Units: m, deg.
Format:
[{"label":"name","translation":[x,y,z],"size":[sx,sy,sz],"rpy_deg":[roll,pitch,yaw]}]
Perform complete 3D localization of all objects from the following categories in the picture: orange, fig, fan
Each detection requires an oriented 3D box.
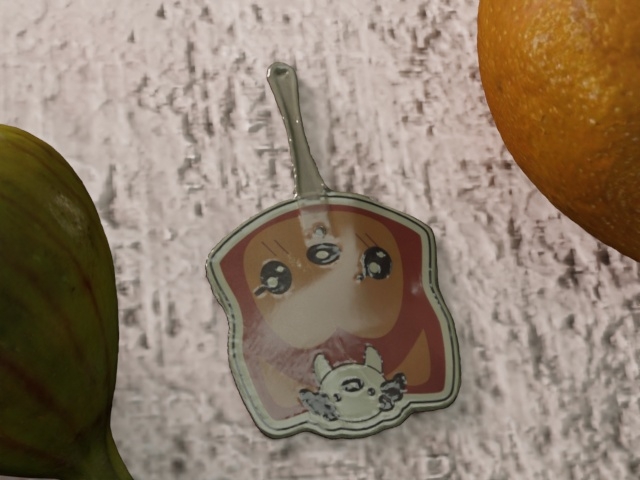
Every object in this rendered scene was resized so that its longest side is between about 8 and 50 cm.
[{"label":"orange","translation":[0.209,-0.109,0.733],"size":[0.264,0.264,0.264],"rpy_deg":[5,68,-12]},{"label":"fig","translation":[-0.120,0.063,0.660],"size":[0.259,0.151,0.151],"rpy_deg":[47,63,-20]},{"label":"fan","translation":[0.000,0.000,0.765],"size":[0.132,0.009,0.220],"rpy_deg":[-7,71,-17]}]
